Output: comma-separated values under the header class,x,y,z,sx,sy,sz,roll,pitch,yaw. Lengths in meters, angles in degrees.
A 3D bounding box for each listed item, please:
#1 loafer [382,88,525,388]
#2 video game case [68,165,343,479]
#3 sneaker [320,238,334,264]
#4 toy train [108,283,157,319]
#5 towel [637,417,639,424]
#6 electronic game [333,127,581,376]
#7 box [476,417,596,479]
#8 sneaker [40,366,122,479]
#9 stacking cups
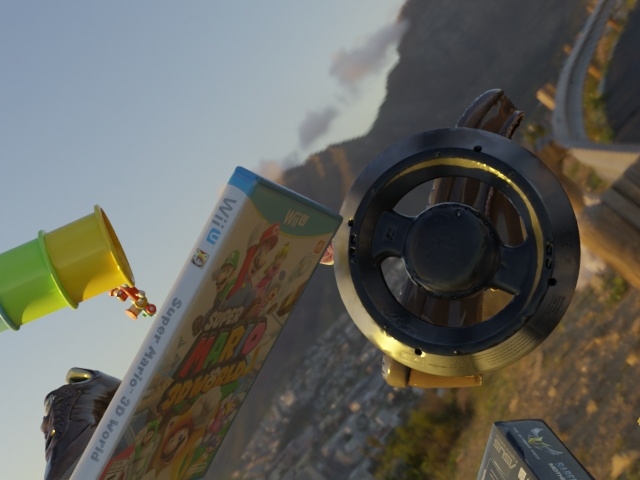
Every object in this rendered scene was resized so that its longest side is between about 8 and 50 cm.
class,x,y,z,sx,sy,sz,roll,pitch,yaw
loafer,0.179,0.005,1.011,0.134,0.130,0.366,59,-131,-78
video game case,-0.050,0.050,0.431,0.166,0.015,0.119,-62,-21,3
sneaker,0.000,0.000,1.322,0.071,0.068,0.170,-8,-8,-13
toy train,-0.339,0.111,1.587,0.046,0.125,0.166,-48,-39,-14
towel,0.371,0.178,0.887,0.009,0.083,0.060,-69,-12,-50
electronic game,0.121,0.010,0.807,0.229,0.229,0.048,-49,-16,12
box,0.201,0.293,0.739,0.233,0.059,0.183,-126,42,-58
sneaker,-0.220,0.169,0.769,0.066,0.071,0.188,-60,5,11
stacking cups,-0.351,0.072,0.891,0.316,0.096,0.096,-26,-5,-8
